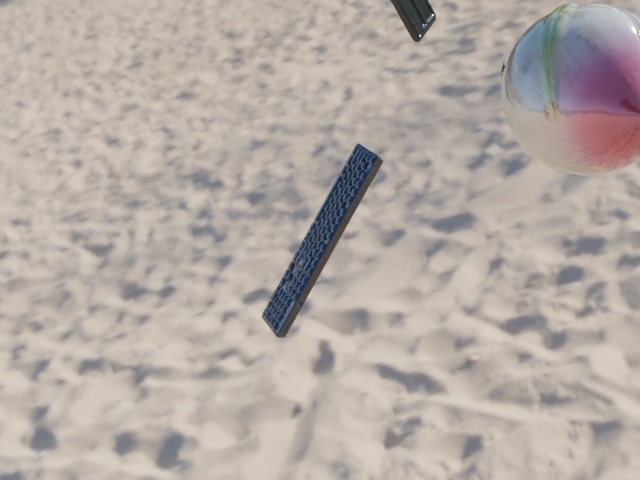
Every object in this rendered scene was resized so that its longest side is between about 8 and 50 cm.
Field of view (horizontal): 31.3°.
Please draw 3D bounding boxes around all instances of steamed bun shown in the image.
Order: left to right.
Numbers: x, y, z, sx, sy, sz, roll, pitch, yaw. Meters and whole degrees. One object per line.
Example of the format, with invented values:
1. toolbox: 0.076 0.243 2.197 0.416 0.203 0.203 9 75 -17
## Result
1. steamed bun: 0.468 -0.245 1.907 0.309 0.309 0.309 -15 20 5

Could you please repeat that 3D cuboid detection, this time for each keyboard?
1. keyboard: 0.000 0.000 1.718 0.310 0.018 0.101 -61 25 7
2. keyboard: 0.053 -0.442 1.498 0.041 0.381 0.103 -14 23 30
